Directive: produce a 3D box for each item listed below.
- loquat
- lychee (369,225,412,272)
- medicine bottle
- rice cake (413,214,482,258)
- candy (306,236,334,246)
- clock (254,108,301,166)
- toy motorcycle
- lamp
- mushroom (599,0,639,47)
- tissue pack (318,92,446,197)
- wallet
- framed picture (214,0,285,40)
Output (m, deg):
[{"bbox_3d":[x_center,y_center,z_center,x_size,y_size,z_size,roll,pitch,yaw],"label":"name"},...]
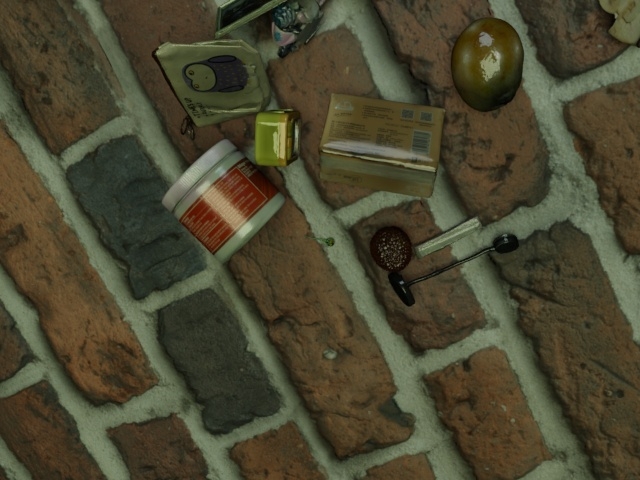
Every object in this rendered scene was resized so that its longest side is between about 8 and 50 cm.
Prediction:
[{"bbox_3d":[0.419,-0.440,1.636,0.179,0.179,0.228,2,100,6],"label":"loquat"},{"bbox_3d":[0.200,0.027,1.801,0.123,0.129,0.123,-14,131,-17],"label":"lychee"},{"bbox_3d":[-0.257,-0.105,1.754,0.252,0.252,0.241,-43,96,14],"label":"medicine bottle"},{"bbox_3d":[0.356,-0.009,1.817,0.206,0.036,0.047,-29,86,13],"label":"rice cake"},{"bbox_3d":[0.000,0.000,1.872,0.083,0.025,0.023,10,77,13],"label":"candy"},{"bbox_3d":[-0.110,-0.274,1.720,0.096,0.202,0.143,2,105,7],"label":"clock"},{"bbox_3d":[-0.055,-0.579,1.640,0.108,0.204,0.239,22,102,12],"label":"toy motorcycle"},{"bbox_3d":[0.378,0.094,1.806,0.371,0.109,0.130,-14,145,5],"label":"lamp"},{"bbox_3d":[0.796,-0.617,1.582,0.162,0.173,0.236,-22,147,-24],"label":"mushroom"},{"bbox_3d":[0.158,-0.231,1.719,0.305,0.238,0.239,10,105,4],"label":"tissue pack"},{"bbox_3d":[-0.272,-0.400,1.689,0.274,0.335,0.068,-12,62,3],"label":"wallet"},{"bbox_3d":[-0.143,-0.620,1.635,0.296,0.232,0.019,-25,126,11],"label":"framed picture"}]
